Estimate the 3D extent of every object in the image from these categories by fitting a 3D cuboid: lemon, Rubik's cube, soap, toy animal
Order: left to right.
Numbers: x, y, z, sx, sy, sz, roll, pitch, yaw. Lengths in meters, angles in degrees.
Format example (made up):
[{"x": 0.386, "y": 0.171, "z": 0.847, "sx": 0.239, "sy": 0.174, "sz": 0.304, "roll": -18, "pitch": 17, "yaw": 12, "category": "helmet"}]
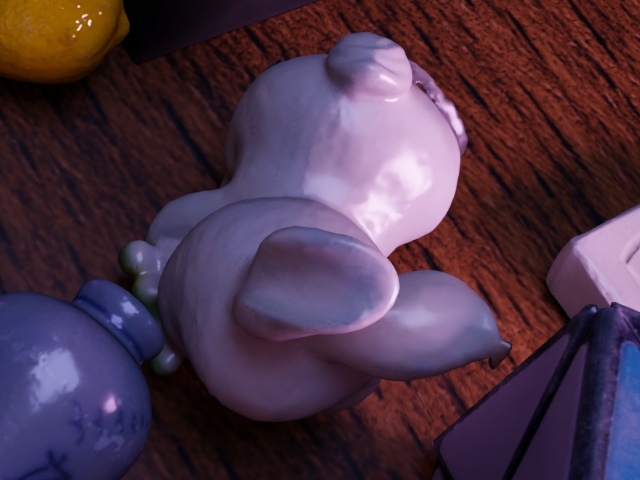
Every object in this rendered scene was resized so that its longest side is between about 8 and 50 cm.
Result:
[{"x": -0.216, "y": -0.174, "z": 1.064, "sx": 0.155, "sy": 0.114, "sz": 0.114, "roll": 14, "pitch": 57, "yaw": -14, "category": "lemon"}, {"x": -0.001, "y": 0.005, "z": 0.976, "sx": 0.183, "sy": 0.247, "sz": 0.310, "roll": 39, "pitch": 39, "yaw": -16, "category": "toy animal"}, {"x": 0.205, "y": 0.228, "z": 0.903, "sx": 0.260, "sy": 0.255, "sz": 0.259, "roll": 20, "pitch": 55, "yaw": -10, "category": "Rubik's cube"}, {"x": 0.281, "y": 0.029, "z": 1.171, "sx": 0.183, "sy": 0.064, "sz": 0.121, "roll": -25, "pitch": 73, "yaw": -32, "category": "soap"}]

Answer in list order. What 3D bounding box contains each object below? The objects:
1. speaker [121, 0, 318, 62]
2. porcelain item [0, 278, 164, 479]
[{"x": -0.095, "y": -0.315, "z": 1.155, "sx": 0.232, "sy": 0.184, "sz": 0.254, "roll": -25, "pitch": 74, "yaw": -31, "category": "speaker"}, {"x": -0.201, "y": 0.129, "z": 0.880, "sx": 0.141, "sy": 0.141, "sz": 0.259, "roll": 40, "pitch": 62, "yaw": 5, "category": "porcelain item"}]
